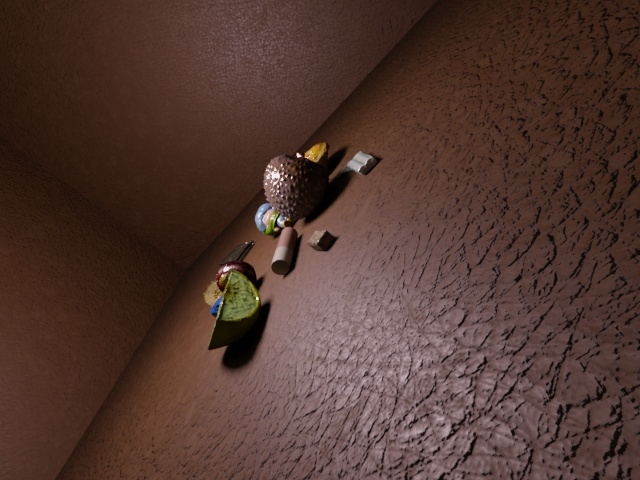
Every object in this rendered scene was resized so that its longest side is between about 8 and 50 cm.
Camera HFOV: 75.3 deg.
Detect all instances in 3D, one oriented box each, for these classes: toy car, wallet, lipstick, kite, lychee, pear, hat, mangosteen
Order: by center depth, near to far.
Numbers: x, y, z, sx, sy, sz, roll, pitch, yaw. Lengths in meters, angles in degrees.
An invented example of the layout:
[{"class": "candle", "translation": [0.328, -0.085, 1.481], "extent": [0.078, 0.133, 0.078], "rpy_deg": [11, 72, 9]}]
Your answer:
[{"class": "pear", "translation": [-0.301, 0.277, 1.417], "extent": [0.239, 0.139, 0.288], "rpy_deg": [-59, 16, 26]}, {"class": "lipstick", "translation": [-0.136, 0.036, 1.597], "extent": [0.070, 0.070, 0.254], "rpy_deg": [-42, 18, 23]}, {"class": "mangosteen", "translation": [-0.343, 0.165, 1.689], "extent": [0.166, 0.166, 0.180], "rpy_deg": [-46, 25, 12]}, {"class": "lychee", "translation": [-0.101, -0.233, 1.758], "extent": [0.300, 0.300, 0.300], "rpy_deg": [-44, 18, 18]}, {"class": "toy car", "translation": [-0.413, 0.272, 1.806], "extent": [0.216, 0.063, 0.103], "rpy_deg": [-31, 25, 46]}, {"class": "kite", "translation": [0.083, -0.295, 1.850], "extent": [0.245, 0.015, 0.141], "rpy_deg": [-39, 17, 29]}, {"class": "hat", "translation": [-0.485, 0.266, 2.022], "extent": [0.146, 0.067, 0.145], "rpy_deg": [-8, 58, 14]}, {"class": "wallet", "translation": [-0.493, 0.085, 2.444], "extent": [0.169, 0.044, 0.317], "rpy_deg": [-53, 18, -24]}]

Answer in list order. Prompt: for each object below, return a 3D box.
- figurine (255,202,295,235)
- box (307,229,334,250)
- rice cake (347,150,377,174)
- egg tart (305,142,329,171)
[{"class": "figurine", "translation": [-0.217, -0.098, 2.000], "extent": [0.263, 0.143, 0.162], "rpy_deg": [10, 68, 51]}, {"class": "box", "translation": [0.000, 0.000, 1.376], "extent": [0.062, 0.045, 0.098], "rpy_deg": [-54, 16, -11]}, {"class": "rice cake", "translation": [0.159, -0.303, 1.627], "extent": [0.085, 0.040, 0.226], "rpy_deg": [-47, 17, 6]}, {"class": "egg tart", "translation": [-0.057, -0.357, 2.133], "extent": [0.341, 0.132, 0.341], "rpy_deg": [-43, 18, 18]}]
